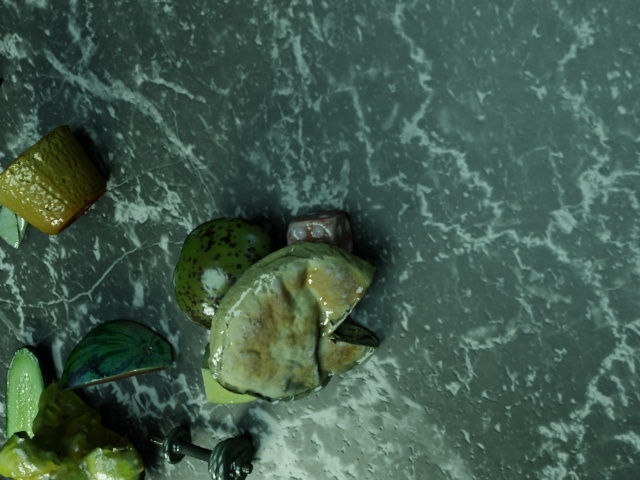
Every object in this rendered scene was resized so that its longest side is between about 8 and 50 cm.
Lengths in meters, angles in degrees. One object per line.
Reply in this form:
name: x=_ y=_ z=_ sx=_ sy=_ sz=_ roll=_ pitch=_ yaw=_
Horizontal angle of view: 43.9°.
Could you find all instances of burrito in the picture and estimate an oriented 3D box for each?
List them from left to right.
burrito: x=-0.642 y=-0.048 z=1.671 sx=0.074 sy=0.044 sz=0.118 roll=38 pitch=117 yaw=13

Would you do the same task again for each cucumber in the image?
cucumber: x=-0.633 y=0.343 z=1.758 sx=0.115 sy=0.063 sz=0.244 roll=12 pitch=108 yaw=14

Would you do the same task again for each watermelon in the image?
watermelon: x=-0.429 y=0.239 z=1.601 sx=0.231 sy=0.146 sz=0.129 roll=-16 pitch=97 yaw=28

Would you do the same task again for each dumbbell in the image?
dumbbell: x=-0.246 y=0.429 z=1.604 sx=0.254 sy=0.110 sz=0.110 roll=8 pitch=107 yaw=27

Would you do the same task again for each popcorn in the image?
popcorn: x=-0.526 y=0.474 z=1.614 sx=0.321 sy=0.325 sz=0.290 roll=28 pitch=84 yaw=30

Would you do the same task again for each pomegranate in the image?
pomegranate: x=-0.139 y=0.073 z=1.423 sx=0.247 sy=0.214 sz=0.214 roll=26 pitch=114 yaw=-11

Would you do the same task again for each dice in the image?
dice: x=0.000 y=0.000 z=1.390 sx=0.094 sy=0.091 sz=0.093 roll=-5 pitch=102 yaw=23

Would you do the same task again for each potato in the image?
potato: x=-0.152 y=0.260 z=1.548 sx=0.149 sy=0.081 sz=0.120 roll=7 pitch=138 yaw=4

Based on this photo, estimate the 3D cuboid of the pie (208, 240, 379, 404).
pie: x=-0.045 y=0.148 z=1.359 sx=0.337 sy=0.075 sz=0.338 roll=-10 pitch=125 yaw=-14

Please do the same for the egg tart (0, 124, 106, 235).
egg tart: x=-0.516 y=-0.105 z=1.537 sx=0.202 sy=0.203 sz=0.147 roll=-39 pitch=101 yaw=26

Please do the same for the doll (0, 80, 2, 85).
doll: x=-0.729 y=-0.381 z=1.611 sx=0.096 sy=0.070 sz=0.195 roll=-36 pitch=96 yaw=3
